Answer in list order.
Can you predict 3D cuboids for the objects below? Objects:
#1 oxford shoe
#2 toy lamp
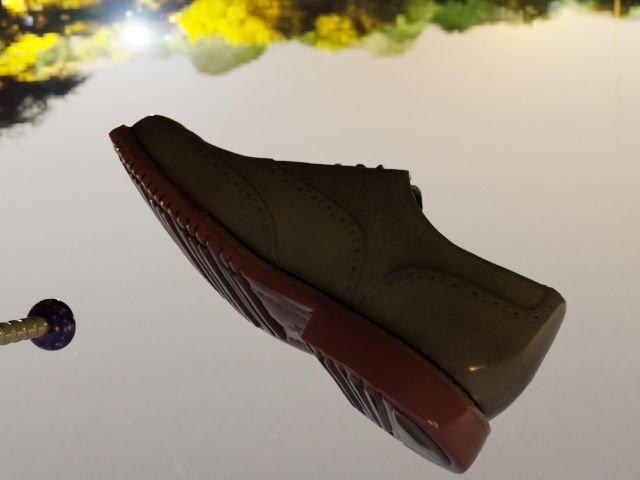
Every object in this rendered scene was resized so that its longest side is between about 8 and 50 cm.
[{"bbox_3d":[0.000,0.000,0.722,0.348,0.123,0.130,37,-103,30],"label":"oxford shoe"},{"bbox_3d":[-0.392,0.112,1.348,0.080,0.080,0.275,1,-179,15],"label":"toy lamp"}]
